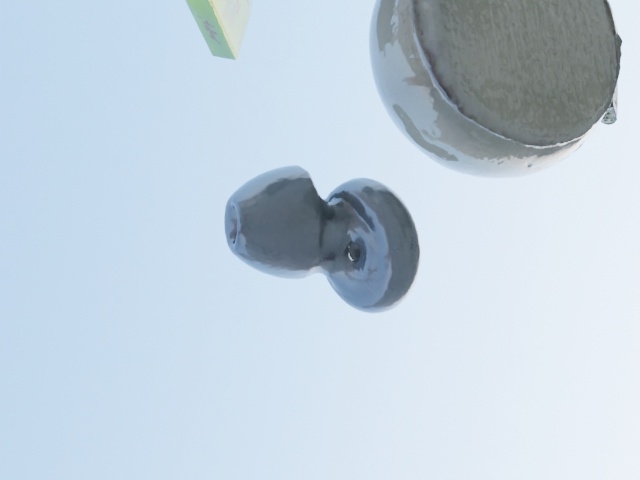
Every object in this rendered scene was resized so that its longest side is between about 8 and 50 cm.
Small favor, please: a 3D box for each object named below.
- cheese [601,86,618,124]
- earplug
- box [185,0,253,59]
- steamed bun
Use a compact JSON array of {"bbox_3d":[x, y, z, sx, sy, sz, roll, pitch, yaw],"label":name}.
[{"bbox_3d":[0.606,-0.342,1.865,0.097,0.037,0.192,50,-135,-51],"label":"cheese"},{"bbox_3d":[0.005,-0.004,1.385,0.175,0.325,0.214,-42,-33,-59],"label":"earplug"},{"bbox_3d":[-0.120,-0.459,1.304,0.187,0.047,0.335,68,-145,-72],"label":"box"},{"bbox_3d":[0.232,-0.263,1.276,0.374,0.241,0.375,7,-108,-23],"label":"steamed bun"}]
